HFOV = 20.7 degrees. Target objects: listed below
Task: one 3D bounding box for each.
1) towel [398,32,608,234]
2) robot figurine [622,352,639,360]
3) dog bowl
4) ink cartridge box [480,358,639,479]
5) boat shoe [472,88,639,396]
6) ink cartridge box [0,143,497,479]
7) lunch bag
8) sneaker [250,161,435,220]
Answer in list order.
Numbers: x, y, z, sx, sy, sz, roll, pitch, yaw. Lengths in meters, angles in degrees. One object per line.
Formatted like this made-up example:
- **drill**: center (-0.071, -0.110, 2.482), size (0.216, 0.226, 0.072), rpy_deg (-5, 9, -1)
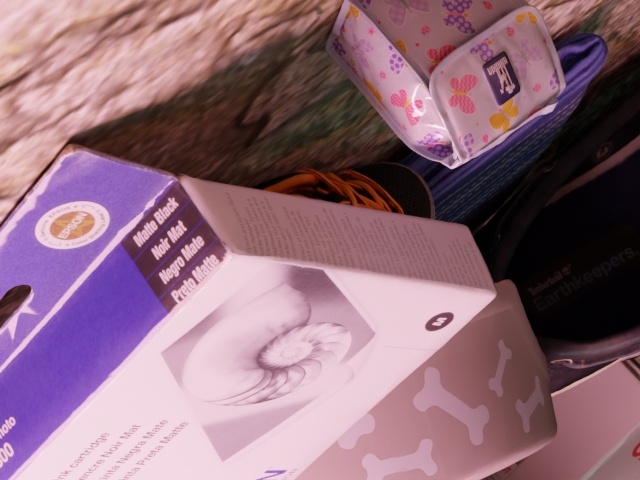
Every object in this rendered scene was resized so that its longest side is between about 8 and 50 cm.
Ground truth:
- **towel**: center (0.058, -0.010, 1.170), size (0.243, 0.040, 0.336), rpy_deg (-37, 171, -16)
- **robot figurine**: center (0.283, -0.020, 1.451), size (0.278, 0.209, 0.173), rpy_deg (-45, -157, 28)
- **dog bowl**: center (-0.013, 0.133, 1.080), size (0.348, 0.102, 0.349), rpy_deg (-23, 174, -3)
- **ink cartridge box**: center (0.176, 0.258, 1.667), size (0.384, 0.160, 0.279), rpy_deg (-44, 151, 6)
- **boat shoe**: center (0.302, -0.059, 1.261), size (0.500, 0.187, 0.156), rpy_deg (-34, 174, -6)
- **ink cartridge box**: center (-0.070, 0.060, 0.767), size (0.224, 0.045, 0.223), rpy_deg (10, 136, -42)
- **lunch bag**: center (0.057, -0.078, 0.740), size (0.071, 0.083, 0.053), rpy_deg (-32, 168, -26)
- **sneaker**: center (0.000, 0.000, 0.899), size (0.215, 0.084, 0.083), rpy_deg (-34, 152, -51)
